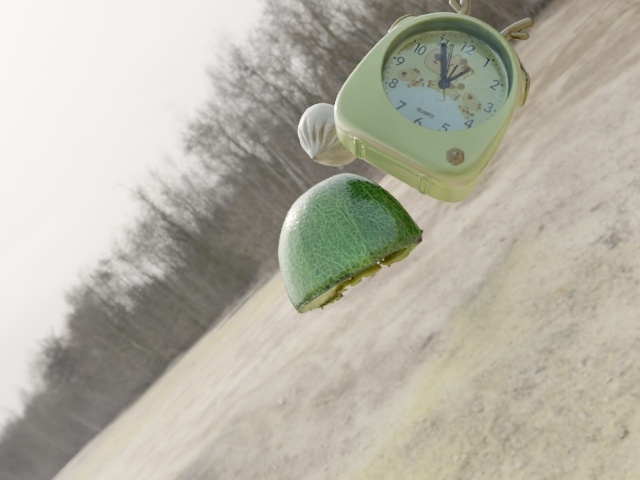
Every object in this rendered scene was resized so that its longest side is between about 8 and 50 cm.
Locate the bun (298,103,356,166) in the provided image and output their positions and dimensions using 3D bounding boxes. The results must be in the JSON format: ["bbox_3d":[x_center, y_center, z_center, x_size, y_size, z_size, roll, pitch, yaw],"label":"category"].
[{"bbox_3d":[0.010,-0.195,1.427,0.094,0.138,0.138,-56,8,-30],"label":"bun"}]

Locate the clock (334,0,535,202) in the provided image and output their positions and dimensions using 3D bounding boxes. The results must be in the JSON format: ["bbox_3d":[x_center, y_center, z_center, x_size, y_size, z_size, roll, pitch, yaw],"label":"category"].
[{"bbox_3d":[0.184,-0.225,1.053,0.308,0.235,0.096,-55,-14,-13],"label":"clock"}]

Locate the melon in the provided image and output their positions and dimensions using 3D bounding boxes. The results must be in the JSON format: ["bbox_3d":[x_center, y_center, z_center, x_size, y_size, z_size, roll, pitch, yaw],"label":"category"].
[{"bbox_3d":[0.000,0.000,1.080,0.129,0.169,0.265,-16,-16,-42],"label":"melon"}]
